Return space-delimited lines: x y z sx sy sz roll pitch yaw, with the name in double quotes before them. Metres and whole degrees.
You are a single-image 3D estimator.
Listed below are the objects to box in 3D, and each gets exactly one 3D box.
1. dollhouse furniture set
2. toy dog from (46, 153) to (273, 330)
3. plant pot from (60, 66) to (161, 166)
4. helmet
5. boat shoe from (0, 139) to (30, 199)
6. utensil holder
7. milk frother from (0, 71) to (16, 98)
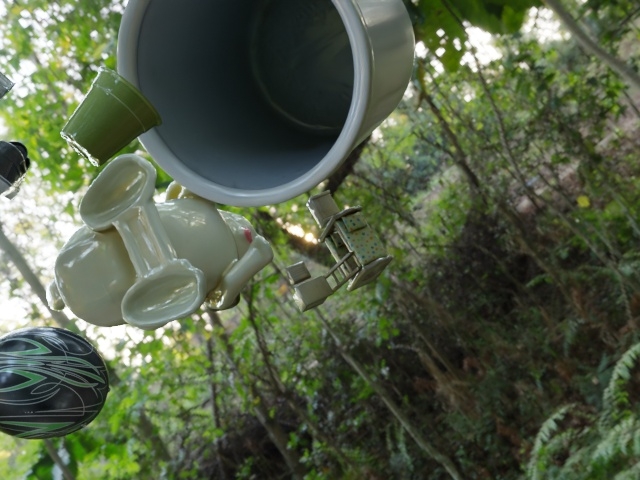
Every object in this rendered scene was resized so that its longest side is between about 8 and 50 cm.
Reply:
"dollhouse furniture set" 0.000 0.000 1.157 0.161 0.182 0.101 -22 -19 -26
"toy dog" -0.268 0.046 1.318 0.395 0.284 0.408 -39 -13 20
"plant pot" -0.222 -0.121 0.713 0.079 0.083 0.083 -52 -5 -15
"helmet" -0.386 0.197 0.957 0.162 0.169 0.169 -17 4 30
"boat shoe" -0.461 -0.113 1.007 0.076 0.080 0.228 -48 14 -11
"utensil holder" -0.042 -0.254 0.986 0.327 0.327 0.385 -43 1 26
"milk frother" -0.535 -0.277 1.059 0.129 0.135 0.143 -1 50 57
